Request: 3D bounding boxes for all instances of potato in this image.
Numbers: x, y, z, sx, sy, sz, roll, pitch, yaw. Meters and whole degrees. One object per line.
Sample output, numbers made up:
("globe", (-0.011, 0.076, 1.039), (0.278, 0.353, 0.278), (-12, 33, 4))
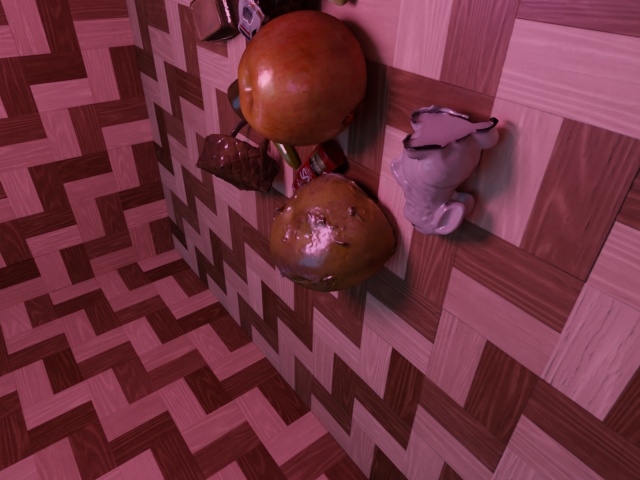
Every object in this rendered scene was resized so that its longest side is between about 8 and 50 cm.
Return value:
("potato", (0.000, 0.000, 1.514), (0.442, 0.319, 0.385), (3, 124, 51))

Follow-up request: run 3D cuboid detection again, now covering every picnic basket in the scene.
("picnic basket", (-0.400, -0.904, 1.763), (0.267, 0.139, 0.165), (10, 117, 55))
("picnic basket", (-0.322, -0.397, 1.886), (0.293, 0.337, 0.337), (10, 118, 44))

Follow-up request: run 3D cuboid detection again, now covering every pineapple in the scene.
("pineapple", (-0.145, -0.743, 1.331), (0.362, 0.202, 0.202), (-128, 20, -80))

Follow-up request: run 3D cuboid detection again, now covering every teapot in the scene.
("teapot", (-0.238, -0.578, 1.714), (0.175, 0.185, 0.267), (-23, 58, 27))

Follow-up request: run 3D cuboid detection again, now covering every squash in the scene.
("squash", (-0.141, -0.373, 1.784), (0.201, 0.066, 0.066), (59, 149, 2))

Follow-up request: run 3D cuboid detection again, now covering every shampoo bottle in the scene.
("shampoo bottle", (-0.019, -0.261, 1.650), (0.118, 0.076, 0.314), (58, 149, 1))

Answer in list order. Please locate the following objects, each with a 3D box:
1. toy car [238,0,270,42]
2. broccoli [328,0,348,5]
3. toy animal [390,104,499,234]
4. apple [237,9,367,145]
("toy car", (-0.209, -0.653, 1.333), (0.095, 0.056, 0.205), (45, 166, -5))
("broccoli", (0.002, -0.771, 1.127), (0.375, 0.249, 0.302), (44, 139, 25))
("toy animal", (0.309, -0.152, 1.148), (0.258, 0.194, 0.357), (13, 140, 26))
("apple", (-0.068, -0.475, 1.335), (0.391, 0.347, 0.391), (42, 142, 45))
